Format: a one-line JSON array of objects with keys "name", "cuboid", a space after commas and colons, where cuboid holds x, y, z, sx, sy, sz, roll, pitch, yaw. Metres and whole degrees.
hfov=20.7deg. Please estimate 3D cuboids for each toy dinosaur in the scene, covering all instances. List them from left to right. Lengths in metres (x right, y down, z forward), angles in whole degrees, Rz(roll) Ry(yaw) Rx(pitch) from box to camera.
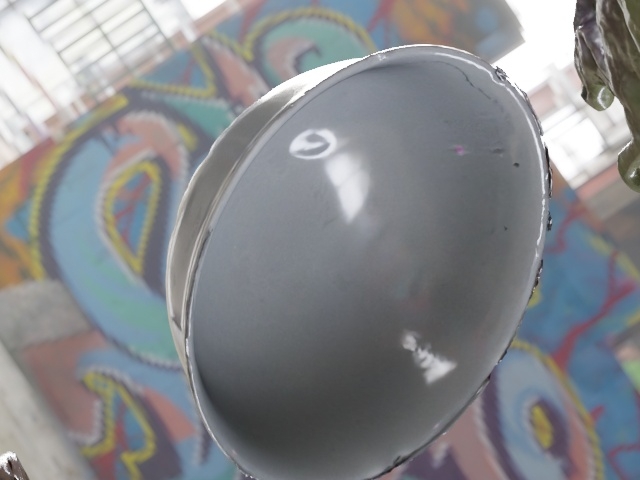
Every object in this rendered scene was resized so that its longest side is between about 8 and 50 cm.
[{"name": "toy dinosaur", "cuboid": [0.190, -0.125, 0.939, 0.294, 0.077, 0.162, 119, -46, -59]}]

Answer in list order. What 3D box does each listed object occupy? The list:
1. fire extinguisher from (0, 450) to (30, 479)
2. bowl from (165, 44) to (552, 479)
[{"name": "fire extinguisher", "cuboid": [-0.050, 0.209, 0.613, 0.341, 0.105, 0.141, 64, -9, -19]}, {"name": "bowl", "cuboid": [0.000, 0.000, 0.712, 0.086, 0.189, 0.189, 30, -19, 44]}]
